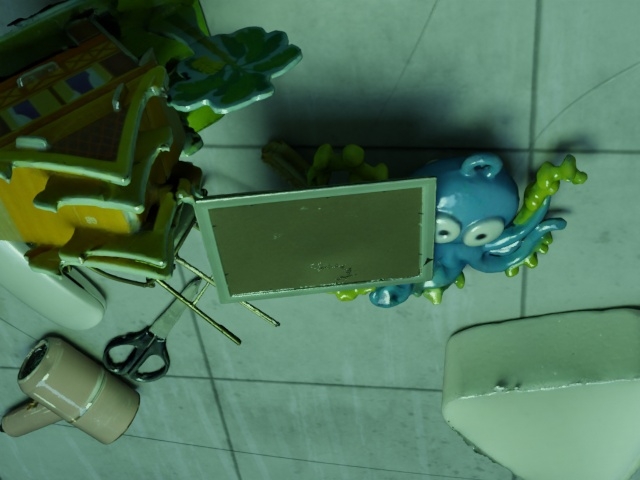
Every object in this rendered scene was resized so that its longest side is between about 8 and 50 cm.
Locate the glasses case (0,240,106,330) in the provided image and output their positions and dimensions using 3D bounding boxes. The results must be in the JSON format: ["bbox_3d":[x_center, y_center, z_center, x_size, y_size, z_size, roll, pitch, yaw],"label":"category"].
[{"bbox_3d":[-0.421,0.055,1.548,0.092,0.059,0.233,-27,125,35],"label":"glasses case"}]

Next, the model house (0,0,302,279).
[{"bbox_3d":[-0.183,-0.095,1.093,0.357,0.313,0.243,-30,137,-18],"label":"model house"}]

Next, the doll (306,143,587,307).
[{"bbox_3d":[0.136,-0.004,1.319,0.346,0.099,0.341,10,140,-12],"label":"doll"}]

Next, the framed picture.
[{"bbox_3d":[0.000,0.000,1.225,0.273,0.016,0.216,-5,144,0],"label":"framed picture"}]

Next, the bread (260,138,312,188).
[{"bbox_3d":[-0.039,-0.097,1.335,0.088,0.034,0.049,39,144,-20],"label":"bread"}]

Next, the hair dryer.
[{"bbox_3d":[-0.479,0.285,1.778,0.189,0.107,0.344,40,135,-26],"label":"hair dryer"}]

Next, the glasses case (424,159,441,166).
[{"bbox_3d":[0.138,-0.072,1.331,0.032,0.021,0.083,16,137,-12],"label":"glasses case"}]

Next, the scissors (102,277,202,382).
[{"bbox_3d":[-0.251,0.138,1.627,0.109,0.022,0.300,24,134,-18],"label":"scissors"}]

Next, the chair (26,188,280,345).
[{"bbox_3d":[-0.194,0.004,1.370,0.325,0.170,0.160,31,152,-17],"label":"chair"}]

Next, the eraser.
[{"bbox_3d":[0.366,0.255,1.532,0.331,0.150,0.331,6,133,6],"label":"eraser"}]
